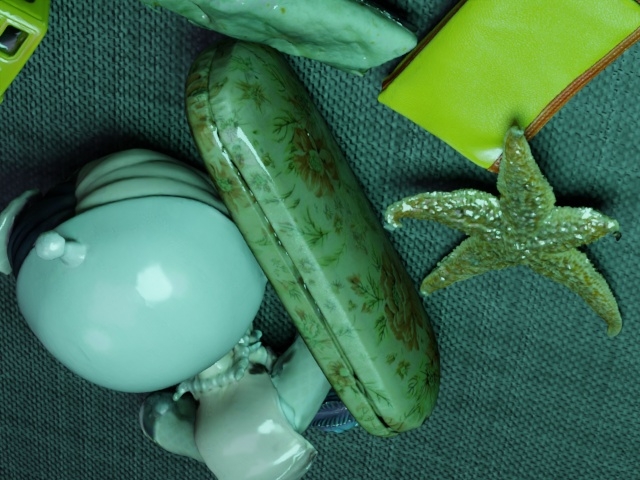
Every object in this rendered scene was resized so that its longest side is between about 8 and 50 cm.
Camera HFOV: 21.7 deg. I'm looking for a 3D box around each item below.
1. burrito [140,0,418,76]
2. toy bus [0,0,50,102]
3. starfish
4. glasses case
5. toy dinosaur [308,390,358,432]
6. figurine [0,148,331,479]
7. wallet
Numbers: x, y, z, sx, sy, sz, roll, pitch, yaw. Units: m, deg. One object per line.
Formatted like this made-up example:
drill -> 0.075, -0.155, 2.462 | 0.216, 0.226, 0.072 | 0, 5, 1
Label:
burrito -> -0.061, -0.206, 1.418 | 0.309, 0.066, 0.096 | 14, 166, -23
toy bus -> -0.408, -0.248, 1.468 | 0.331, 0.145, 0.151 | 25, 129, -30
starfish -> 0.178, 0.003, 1.552 | 0.231, 0.048, 0.295 | -8, 140, 30
glasses case -> 0.000, 0.000, 1.556 | 0.098, 0.156, 0.425 | -18, 119, 22
toy dinosaur -> 0.023, 0.176, 1.731 | 0.197, 0.080, 0.045 | -15, 83, 19
figurine -> -0.133, 0.071, 1.632 | 0.253, 0.211, 0.361 | -36, 112, 4
wallet -> 0.169, -0.166, 1.431 | 0.141, 0.067, 0.241 | 33, 135, -13
